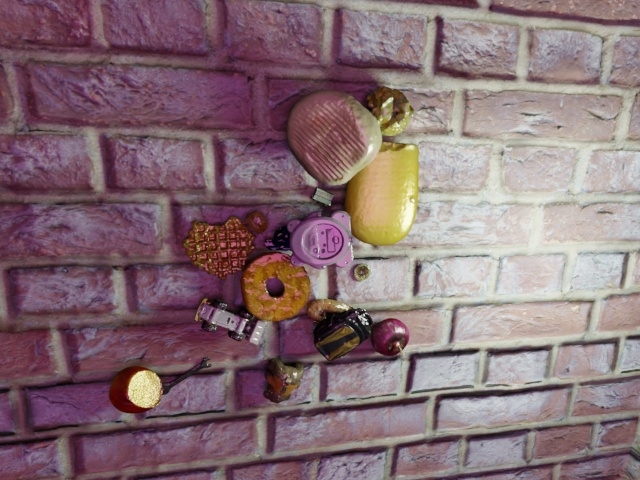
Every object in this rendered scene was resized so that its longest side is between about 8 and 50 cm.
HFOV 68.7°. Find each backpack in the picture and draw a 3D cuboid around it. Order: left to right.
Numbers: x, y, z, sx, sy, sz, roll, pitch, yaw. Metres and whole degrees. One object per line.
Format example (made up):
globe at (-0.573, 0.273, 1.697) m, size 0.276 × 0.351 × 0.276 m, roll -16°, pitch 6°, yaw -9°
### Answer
backpack at (0.104, 0.390, 2.015) m, size 0.258 × 0.133 × 0.206 m, roll -30°, pitch 121°, yaw 13°

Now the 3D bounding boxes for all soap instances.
soap at (0.255, -0.190, 1.918) m, size 0.306 × 0.115 × 0.426 m, roll 5°, pitch 98°, yaw -13°

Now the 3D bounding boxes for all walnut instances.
walnut at (-0.252, -0.074, 1.855) m, size 0.079 × 0.082 × 0.096 m, roll -31°, pitch 114°, yaw 26°

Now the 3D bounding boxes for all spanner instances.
spanner at (-0.572, 0.575, 1.989) m, size 0.255 × 0.015 × 0.054 m, roll -31°, pitch 109°, yaw -3°

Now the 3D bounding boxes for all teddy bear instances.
teddy bear at (-0.165, 0.624, 2.042) m, size 0.177 × 0.140 × 0.190 m, roll 17°, pitch 109°, yaw -20°

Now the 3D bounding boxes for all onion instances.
onion at (0.312, 0.433, 2.091) m, size 0.178 × 0.153 × 0.177 m, roll 0°, pitch 95°, yaw -4°

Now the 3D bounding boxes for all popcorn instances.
popcorn at (0.257, -0.497, 1.811) m, size 0.188 × 0.167 × 0.185 m, roll 32°, pitch 104°, yaw -11°

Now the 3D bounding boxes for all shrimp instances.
shrimp at (0.053, 0.320, 2.048) m, size 0.236 × 0.053 × 0.132 m, roll 9°, pitch 107°, yaw -16°

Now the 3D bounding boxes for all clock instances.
clock at (0.000, 0.000, 1.810) m, size 0.248 × 0.090 × 0.227 m, roll -5°, pitch 97°, yaw 1°

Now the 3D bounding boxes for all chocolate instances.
chocolate at (-0.058, -0.029, 1.903) m, size 0.344 × 0.126 × 0.148 m, roll -8°, pitch 143°, yaw -4°

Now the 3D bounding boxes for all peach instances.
peach at (-0.733, 0.599, 1.868) m, size 0.193 × 0.190 × 0.190 m, roll 8°, pitch 104°, yaw 4°

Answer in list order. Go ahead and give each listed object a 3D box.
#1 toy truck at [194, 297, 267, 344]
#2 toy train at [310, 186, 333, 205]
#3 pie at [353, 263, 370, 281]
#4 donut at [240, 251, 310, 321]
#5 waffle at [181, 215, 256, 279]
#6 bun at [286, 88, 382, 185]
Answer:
toy truck at (-0.370, 0.328, 1.920) m, size 0.286 × 0.111 × 0.136 m, roll 26°, pitch 82°, yaw -21°
toy train at (0.008, -0.178, 1.909) m, size 0.093 × 0.038 × 0.056 m, roll 22°, pitch 93°, yaw -18°
pie at (0.181, 0.141, 2.046) m, size 0.085 × 0.017 × 0.085 m, roll -3°, pitch 106°, yaw -12°
donut at (-0.189, 0.177, 1.922) m, size 0.303 × 0.110 × 0.302 m, roll -3°, pitch 108°, yaw -11°
waffle at (-0.396, 0.017, 1.858) m, size 0.292 × 0.051 × 0.290 m, roll -3°, pitch 105°, yaw -11°
bun at (0.051, -0.388, 1.755) m, size 0.362 × 0.213 × 0.360 m, roll 6°, pitch 114°, yaw 13°
